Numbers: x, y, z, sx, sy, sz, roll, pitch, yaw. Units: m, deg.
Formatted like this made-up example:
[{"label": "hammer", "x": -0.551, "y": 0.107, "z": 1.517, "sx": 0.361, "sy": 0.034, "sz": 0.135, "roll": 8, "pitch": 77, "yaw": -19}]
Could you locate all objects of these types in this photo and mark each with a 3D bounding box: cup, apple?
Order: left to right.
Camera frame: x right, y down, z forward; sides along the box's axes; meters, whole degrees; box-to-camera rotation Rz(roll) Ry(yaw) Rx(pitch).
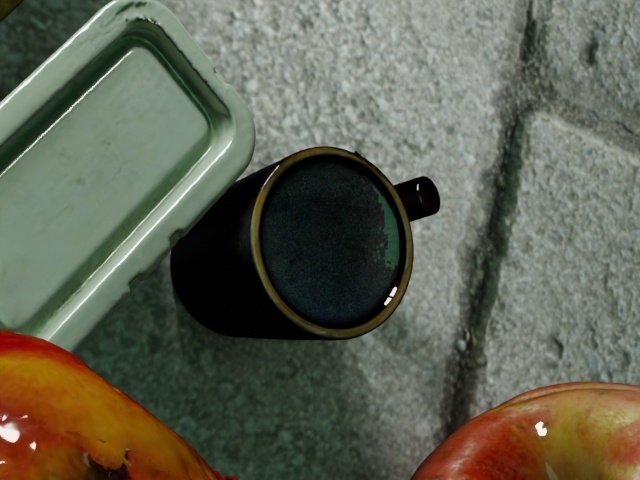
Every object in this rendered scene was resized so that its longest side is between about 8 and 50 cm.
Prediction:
[{"label": "cup", "x": -0.003, "y": 0.017, "z": 1.274, "sx": 0.239, "sy": 0.177, "sz": 0.166, "roll": 6, "pitch": 79, "yaw": -32}, {"label": "apple", "x": 0.257, "y": 0.318, "z": 1.305, "sx": 0.364, "sy": 0.364, "sz": 0.364, "roll": 5, "pitch": 80, "yaw": -32}]

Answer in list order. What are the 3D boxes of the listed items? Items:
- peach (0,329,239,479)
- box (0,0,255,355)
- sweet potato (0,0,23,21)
[{"label": "peach", "x": -0.189, "y": 0.268, "z": 0.904, "sx": 0.353, "sy": 0.339, "sz": 0.416, "roll": -25, "pitch": 108, "yaw": 1}, {"label": "box", "x": -0.224, "y": -0.035, "z": 1.134, "sx": 0.175, "sy": 0.182, "sz": 0.312, "roll": 50, "pitch": 61, "yaw": -18}, {"label": "sweet potato", "x": -0.237, "y": -0.320, "z": 1.192, "sx": 0.158, "sy": 0.158, "sz": 0.370, "roll": 47, "pitch": 53, "yaw": -19}]
